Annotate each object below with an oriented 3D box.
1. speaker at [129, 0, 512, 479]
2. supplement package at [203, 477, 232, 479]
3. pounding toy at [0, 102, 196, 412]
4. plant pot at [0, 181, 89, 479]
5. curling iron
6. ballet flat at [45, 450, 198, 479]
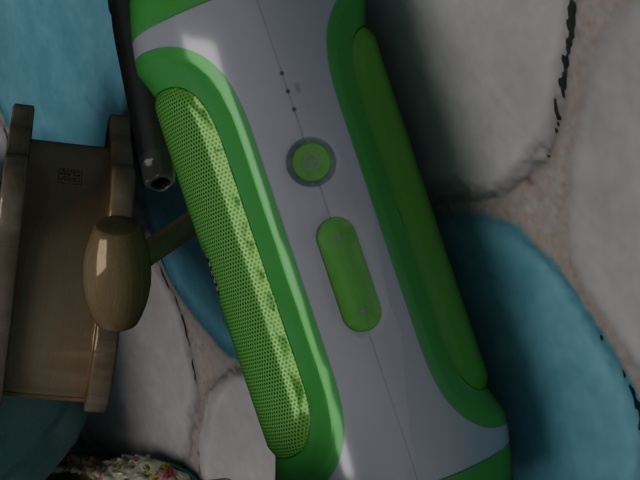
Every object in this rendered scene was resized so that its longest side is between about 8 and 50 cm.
[{"bbox_3d":[0.000,0.000,0.810,0.131,0.131,0.296,-19,90,56],"label":"speaker"},{"bbox_3d":[-0.030,0.271,0.806,0.263,0.198,0.199,34,153,-23],"label":"supplement package"},{"bbox_3d":[-0.127,0.020,0.980,0.269,0.155,0.154,-111,29,-68],"label":"pounding toy"},{"bbox_3d":[-0.294,0.106,1.167,0.196,0.293,0.293,51,150,-19],"label":"plant pot"},{"bbox_3d":[-0.110,-0.136,0.909,0.068,0.035,0.274,-60,38,42],"label":"curling iron"},{"bbox_3d":[-0.172,0.203,1.184,0.241,0.077,0.091,-8,98,55],"label":"ballet flat"}]
